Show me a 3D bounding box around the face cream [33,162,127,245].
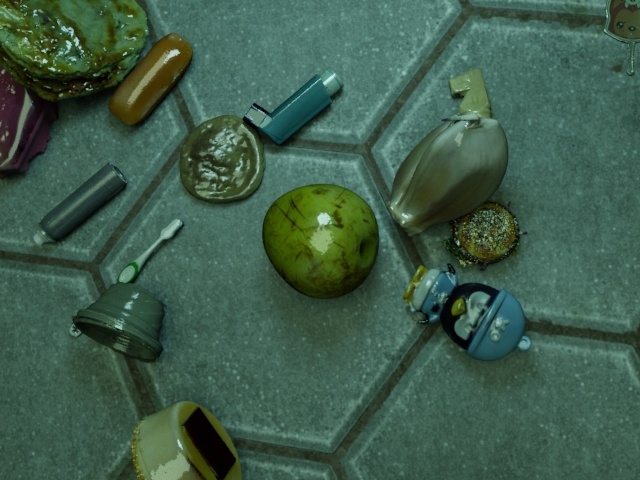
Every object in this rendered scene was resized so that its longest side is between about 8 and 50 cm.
[{"bbox_3d":[-0.633,-0.089,1.826,0.283,0.073,0.073,-40,81,2],"label":"face cream"}]

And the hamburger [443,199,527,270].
[{"bbox_3d":[0.391,-0.016,1.683,0.189,0.093,0.164,-27,82,5],"label":"hamburger"}]

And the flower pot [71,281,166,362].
[{"bbox_3d":[-0.476,0.192,1.724,0.235,0.235,0.140,21,65,9],"label":"flower pot"}]

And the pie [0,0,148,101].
[{"bbox_3d":[-0.647,-0.564,1.786,0.395,0.180,0.418,40,57,1],"label":"pie"}]

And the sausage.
[{"bbox_3d":[-0.440,-0.419,1.822,0.105,0.105,0.274,40,90,9],"label":"sausage"}]

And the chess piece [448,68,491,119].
[{"bbox_3d":[0.380,-0.326,1.729,0.090,0.090,0.200,-12,72,6],"label":"chess piece"}]

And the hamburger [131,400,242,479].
[{"bbox_3d":[-0.315,0.520,1.618,0.170,0.302,0.302,-35,81,9],"label":"hamburger"}]

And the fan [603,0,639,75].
[{"bbox_3d":[0.769,-0.515,1.727,0.132,0.009,0.220,4,85,8],"label":"fan"}]

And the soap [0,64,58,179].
[{"bbox_3d":[-0.826,-0.330,1.849,0.220,0.127,0.325,23,88,11],"label":"soap"}]

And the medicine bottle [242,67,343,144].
[{"bbox_3d":[-0.067,-0.347,1.775,0.258,0.079,0.124,-37,98,1],"label":"medicine bottle"}]

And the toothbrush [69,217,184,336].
[{"bbox_3d":[-0.505,0.096,1.808,0.042,0.040,0.418,45,91,7],"label":"toothbrush"}]

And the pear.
[{"bbox_3d":[0.000,0.000,1.652,0.283,0.283,0.284,-1,84,7],"label":"pear"}]

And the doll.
[{"bbox_3d":[0.351,0.172,1.647,0.314,0.141,0.177,28,91,12],"label":"doll"}]

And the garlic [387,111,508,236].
[{"bbox_3d":[0.287,-0.197,1.609,0.246,0.340,0.231,-4,48,-21],"label":"garlic"}]

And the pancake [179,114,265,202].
[{"bbox_3d":[-0.253,-0.206,1.802,0.242,0.050,0.242,-1,85,7],"label":"pancake"}]
